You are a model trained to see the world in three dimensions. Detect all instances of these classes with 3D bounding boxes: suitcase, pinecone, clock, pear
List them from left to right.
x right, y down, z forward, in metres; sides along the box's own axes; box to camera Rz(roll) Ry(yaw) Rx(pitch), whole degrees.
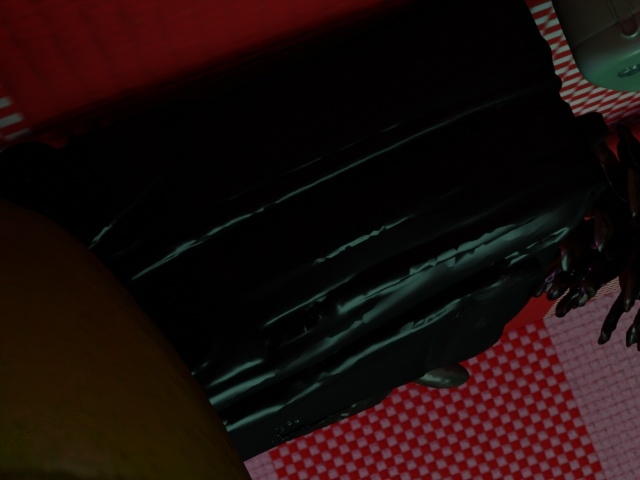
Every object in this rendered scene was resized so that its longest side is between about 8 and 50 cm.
[{"bbox_3d":[-0.210,0.083,0.777,0.398,0.165,0.399,-8,160,-3],"label":"pear"},{"bbox_3d":[0.000,0.000,1.074,0.339,0.188,0.345,-25,169,-6],"label":"suitcase"},{"bbox_3d":[0.257,-0.002,1.528,0.207,0.208,0.208,-20,170,-4],"label":"pinecone"},{"bbox_3d":[0.235,-0.142,1.055,0.159,0.066,0.211,-25,170,24],"label":"clock"}]

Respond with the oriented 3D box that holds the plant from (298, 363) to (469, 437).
[{"bbox_3d":[0.029,0.090,1.703,0.274,0.146,0.149,-14,-172,-41],"label":"plant"}]
